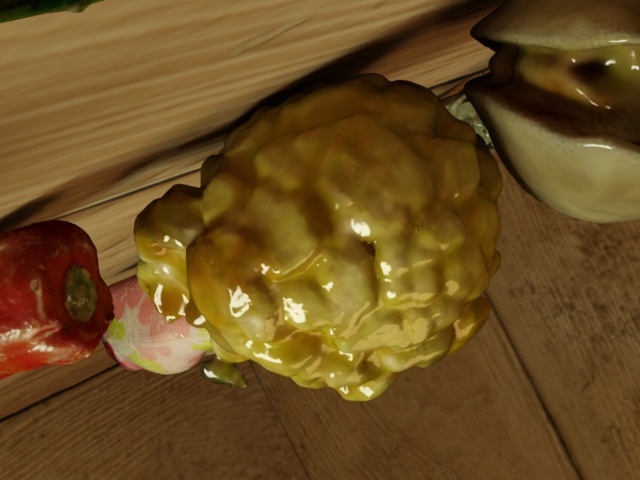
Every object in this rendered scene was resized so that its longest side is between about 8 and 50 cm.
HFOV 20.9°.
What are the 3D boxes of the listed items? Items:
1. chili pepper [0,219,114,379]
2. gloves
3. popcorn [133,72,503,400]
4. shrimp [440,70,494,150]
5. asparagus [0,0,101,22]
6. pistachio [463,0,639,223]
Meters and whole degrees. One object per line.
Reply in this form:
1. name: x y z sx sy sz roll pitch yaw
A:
1. chili pepper: -0.147 0.036 0.757 0.123 0.073 0.070 -26 -139 24
2. gloves: -0.044 0.031 1.228 0.241 0.126 0.145 -24 151 29
3. popcorn: 0.000 0.000 0.812 0.180 0.180 0.170 13 102 -87
4. shrimp: 0.084 -0.043 1.181 0.047 0.126 0.223 17 156 -20
5. asparagus: -0.070 -0.050 0.358 0.114 0.014 0.015 -26 144 -52
6. pistachio: 0.139 -0.070 0.801 0.152 0.126 0.223 15 -173 7
